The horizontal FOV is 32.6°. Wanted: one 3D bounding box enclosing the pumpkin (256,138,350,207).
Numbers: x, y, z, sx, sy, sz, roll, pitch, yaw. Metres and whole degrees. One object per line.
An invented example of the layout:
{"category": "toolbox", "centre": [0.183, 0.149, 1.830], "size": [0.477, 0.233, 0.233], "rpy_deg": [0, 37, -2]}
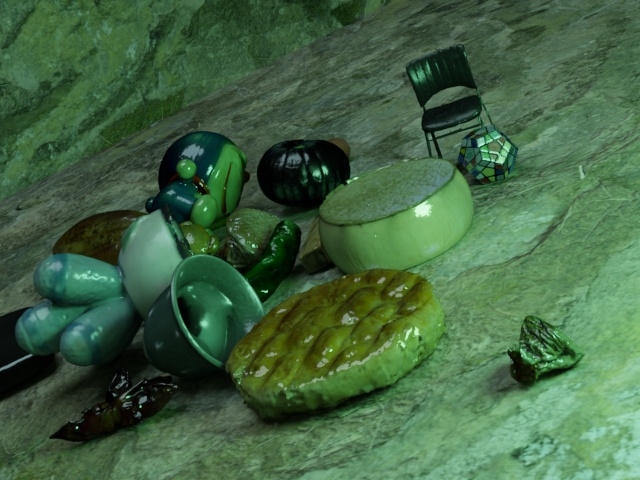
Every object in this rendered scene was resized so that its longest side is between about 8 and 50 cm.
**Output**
{"category": "pumpkin", "centre": [-0.035, -0.137, 2.272], "size": [0.202, 0.140, 0.202], "rpy_deg": [-6, 16, 2]}

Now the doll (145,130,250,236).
{"category": "doll", "centre": [-0.262, -0.116, 2.318], "size": [0.186, 0.198, 0.322], "rpy_deg": [16, 32, 7]}

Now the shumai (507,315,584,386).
{"category": "shumai", "centre": [0.265, 0.141, 1.324], "size": [0.080, 0.083, 0.082], "rpy_deg": [-53, -10, 2]}

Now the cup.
{"category": "cup", "centre": [-0.200, 0.140, 1.693], "size": [0.150, 0.199, 0.199], "rpy_deg": [-32, 12, 32]}

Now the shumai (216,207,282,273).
{"category": "shumai", "centre": [-0.129, 0.014, 2.043], "size": [0.116, 0.146, 0.145], "rpy_deg": [-60, -2, 31]}

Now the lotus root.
{"category": "lotus root", "centre": [-0.390, 0.037, 2.180], "size": [0.291, 0.193, 0.193], "rpy_deg": [-14, 21, 28]}

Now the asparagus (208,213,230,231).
{"category": "asparagus", "centre": [-0.246, -0.030, 2.395], "size": [0.108, 0.021, 0.025], "rpy_deg": [-25, 22, -8]}

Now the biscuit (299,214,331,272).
{"category": "biscuit", "centre": [0.000, 0.000, 1.996], "size": [0.056, 0.052, 0.188], "rpy_deg": [-30, 15, 18]}

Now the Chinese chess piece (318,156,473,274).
{"category": "Chinese chess piece", "centre": [0.128, -0.044, 1.876], "size": [0.270, 0.112, 0.270], "rpy_deg": [-20, 20, 8]}

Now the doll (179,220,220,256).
{"category": "doll", "centre": [-0.270, 0.064, 2.030], "size": [0.137, 0.097, 0.209], "rpy_deg": [26, 75, 38]}

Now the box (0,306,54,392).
{"category": "box", "centre": [-0.644, 0.237, 2.053], "size": [0.290, 0.073, 0.289], "rpy_deg": [-27, 20, -12]}

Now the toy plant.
{"category": "toy plant", "centre": [-0.354, 0.104, 1.845], "size": [0.332, 0.247, 0.247], "rpy_deg": [-25, 19, -4]}

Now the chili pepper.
{"category": "chili pepper", "centre": [-0.090, 0.053, 1.902], "size": [0.061, 0.098, 0.224], "rpy_deg": [15, 40, 14]}

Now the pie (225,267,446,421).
{"category": "pie", "centre": [0.023, 0.140, 1.556], "size": [0.339, 0.083, 0.339], "rpy_deg": [-23, 19, 8]}

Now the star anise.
{"category": "star anise", "centre": [-0.296, 0.244, 1.671], "size": [0.212, 0.053, 0.157], "rpy_deg": [-18, 20, 20]}

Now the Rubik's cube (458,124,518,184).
{"category": "Rubik's cube", "centre": [0.308, -0.159, 2.009], "size": [0.111, 0.093, 0.111], "rpy_deg": [-21, 20, 8]}

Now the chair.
{"category": "chair", "centre": [0.254, -0.250, 2.118], "size": [0.140, 0.221, 0.145], "rpy_deg": [-17, 19, 15]}

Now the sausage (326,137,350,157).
{"category": "sausage", "centre": [-0.004, -0.182, 2.472], "size": [0.154, 0.062, 0.062], "rpy_deg": [-27, 19, -15]}
